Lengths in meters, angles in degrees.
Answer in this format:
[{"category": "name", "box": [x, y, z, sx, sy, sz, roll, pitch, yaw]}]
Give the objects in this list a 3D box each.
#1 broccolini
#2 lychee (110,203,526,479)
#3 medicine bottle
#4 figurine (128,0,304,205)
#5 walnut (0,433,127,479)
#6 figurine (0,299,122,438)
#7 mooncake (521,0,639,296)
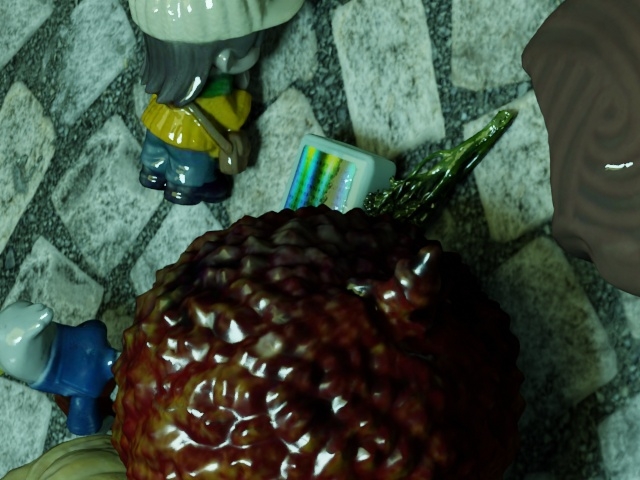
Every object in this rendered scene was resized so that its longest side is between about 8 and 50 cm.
[{"category": "broccolini", "box": [0.134, -0.080, 1.781, 0.201, 0.074, 0.058, -45, 51, 12]}, {"category": "lychee", "box": [0.003, 0.157, 1.590, 0.500, 0.424, 0.424, -55, 46, 52]}, {"category": "medicine bottle", "box": [0.000, 0.000, 1.862, 0.121, 0.083, 0.229, 23, 97, 41]}, {"category": "figurine", "box": [-0.158, -0.212, 1.968, 0.185, 0.204, 0.332, 29, 103, 40]}, {"category": "walnut", "box": [-0.244, 0.368, 1.896, 0.296, 0.285, 0.285, -16, 71, 52]}, {"category": "figurine", "box": [-0.284, 0.173, 2.001, 0.338, 0.283, 0.204, 0, 61, 18]}, {"category": "mooncake", "box": [0.324, -0.116, 1.522, 0.334, 0.174, 0.326, 25, 102, 42]}]
